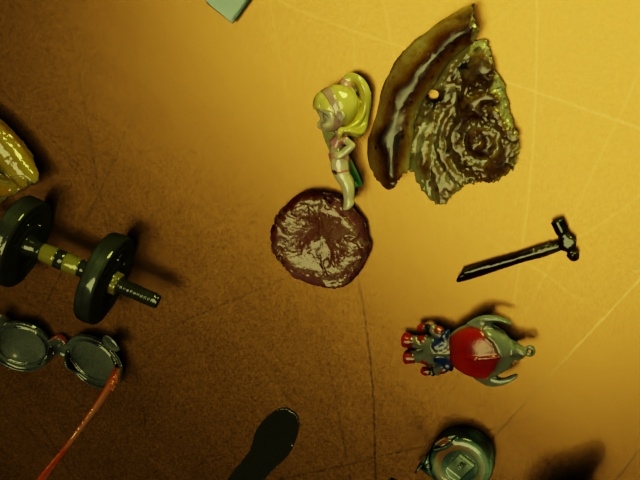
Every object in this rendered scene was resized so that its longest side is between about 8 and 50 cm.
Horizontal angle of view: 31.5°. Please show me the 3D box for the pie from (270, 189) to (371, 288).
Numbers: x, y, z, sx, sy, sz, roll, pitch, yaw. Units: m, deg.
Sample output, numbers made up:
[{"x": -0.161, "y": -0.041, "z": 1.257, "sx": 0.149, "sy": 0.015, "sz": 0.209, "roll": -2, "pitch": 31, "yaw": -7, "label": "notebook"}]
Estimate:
[{"x": 0.000, "y": 0.000, "z": 1.645, "sx": 0.154, "sy": 0.038, "sz": 0.153, "roll": 4, "pitch": 108, "yaw": 12, "label": "pie"}]

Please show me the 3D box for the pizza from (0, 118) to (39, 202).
[{"x": -0.588, "y": -0.156, "z": 1.736, "sx": 0.258, "sy": 0.087, "sz": 0.268, "roll": -25, "pitch": 96, "yaw": 17, "label": "pizza"}]

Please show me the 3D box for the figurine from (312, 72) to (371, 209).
[{"x": 0.036, "y": -0.138, "z": 1.583, "sx": 0.083, "sy": 0.083, "sz": 0.187, "roll": -5, "pitch": 98, "yaw": 16, "label": "figurine"}]

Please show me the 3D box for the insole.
[{"x": -0.091, "y": 0.338, "z": 1.784, "sx": 0.064, "sy": 0.004, "sz": 0.188, "roll": 36, "pitch": 111, "yaw": 3, "label": "insole"}]

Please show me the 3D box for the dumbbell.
[{"x": -0.388, "y": 0.029, "z": 1.700, "sx": 0.326, "sy": 0.143, "sz": 0.143, "roll": 22, "pitch": 110, "yaw": 7, "label": "dumbbell"}]

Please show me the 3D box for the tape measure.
[{"x": 0.181, "y": 0.337, "z": 1.630, "sx": 0.104, "sy": 0.180, "sz": 0.107, "roll": 41, "pitch": 113, "yaw": 18, "label": "tape measure"}]

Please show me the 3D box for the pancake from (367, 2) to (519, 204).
[{"x": 0.151, "y": -0.172, "z": 1.547, "sx": 0.212, "sy": 0.056, "sz": 0.257, "roll": -13, "pitch": 102, "yaw": 18, "label": "pancake"}]

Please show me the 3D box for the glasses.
[{"x": -0.448, "y": 0.240, "z": 1.718, "sx": 0.234, "sy": 0.268, "sz": 0.118, "roll": 11, "pitch": 127, "yaw": 10, "label": "glasses"}]

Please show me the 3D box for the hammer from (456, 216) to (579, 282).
[{"x": 0.272, "y": 0.022, "z": 1.593, "sx": 0.178, "sy": 0.021, "sz": 0.065, "roll": -19, "pitch": 100, "yaw": 22, "label": "hammer"}]

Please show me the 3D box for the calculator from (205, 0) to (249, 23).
[{"x": -0.094, "y": -0.384, "z": 1.570, "sx": 0.057, "sy": 0.018, "sz": 0.172, "roll": 39, "pitch": 111, "yaw": 2, "label": "calculator"}]

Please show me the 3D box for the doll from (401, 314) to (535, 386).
[{"x": 0.211, "y": 0.158, "z": 1.626, "sx": 0.195, "sy": 0.062, "sz": 0.104, "roll": -1, "pitch": 88, "yaw": 23, "label": "doll"}]
